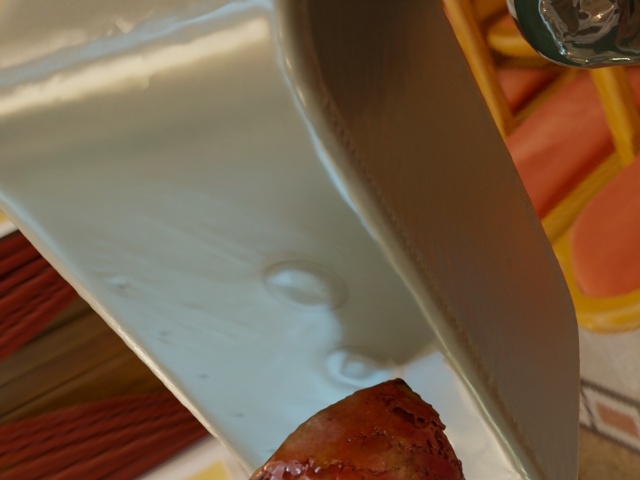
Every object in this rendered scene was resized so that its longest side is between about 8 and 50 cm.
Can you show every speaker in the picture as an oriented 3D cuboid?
[{"bbox_3d":[0.000,0.000,0.642,0.406,0.184,0.183,57,-148,-42],"label":"speaker"}]

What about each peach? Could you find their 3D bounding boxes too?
[{"bbox_3d":[0.010,0.156,0.555,0.092,0.172,0.127,45,-168,37],"label":"peach"}]

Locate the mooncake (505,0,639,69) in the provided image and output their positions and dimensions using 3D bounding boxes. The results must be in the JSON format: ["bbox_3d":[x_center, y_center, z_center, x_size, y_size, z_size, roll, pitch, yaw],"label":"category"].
[{"bbox_3d":[0.135,-0.169,0.570,0.168,0.104,0.175,-113,14,-71],"label":"mooncake"}]
